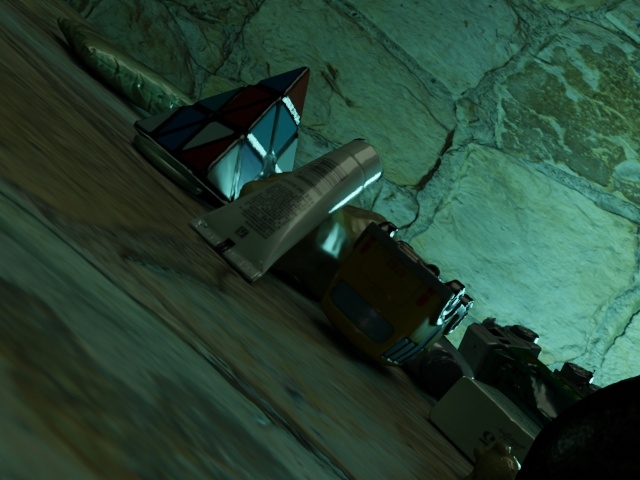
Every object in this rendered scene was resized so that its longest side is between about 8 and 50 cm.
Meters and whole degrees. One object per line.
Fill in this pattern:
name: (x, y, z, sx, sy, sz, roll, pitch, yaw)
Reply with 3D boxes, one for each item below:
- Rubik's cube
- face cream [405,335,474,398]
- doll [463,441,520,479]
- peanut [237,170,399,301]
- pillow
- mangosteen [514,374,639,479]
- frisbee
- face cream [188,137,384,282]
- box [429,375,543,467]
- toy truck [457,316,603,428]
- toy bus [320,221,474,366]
Rubik's cube: (-0.106, -0.130, 0.976, 0.284, 0.250, 0.234, 46, 14, -6)
face cream: (0.166, 0.174, 1.068, 0.144, 0.071, 0.291, 40, 2, 0)
doll: (0.155, 0.208, 0.632, 0.093, 0.051, 0.062, 28, 42, -66)
peanut: (0.000, 0.000, 0.934, 0.149, 0.149, 0.313, 43, 6, 38)
pillow: (-0.364, -0.312, 1.392, 0.280, 0.076, 0.274, 32, 6, -38)
mangosteen: (0.214, 0.180, 0.406, 0.216, 0.216, 0.216, 41, 3, -2)
frisbee: (-0.195, -0.096, 0.927, 0.110, 0.014, 0.110, 40, 3, -2)
face cream: (-0.021, -0.042, 0.778, 0.092, 0.243, 0.058, 40, -42, 18)
box: (0.235, 0.249, 0.872, 0.168, 0.071, 0.259, 43, 3, 27)
toy truck: (0.390, 0.284, 1.360, 0.177, 0.177, 0.363, 15, 16, -23)
toy bus: (0.085, 0.074, 0.837, 0.126, 0.136, 0.209, 42, 2, 21)
